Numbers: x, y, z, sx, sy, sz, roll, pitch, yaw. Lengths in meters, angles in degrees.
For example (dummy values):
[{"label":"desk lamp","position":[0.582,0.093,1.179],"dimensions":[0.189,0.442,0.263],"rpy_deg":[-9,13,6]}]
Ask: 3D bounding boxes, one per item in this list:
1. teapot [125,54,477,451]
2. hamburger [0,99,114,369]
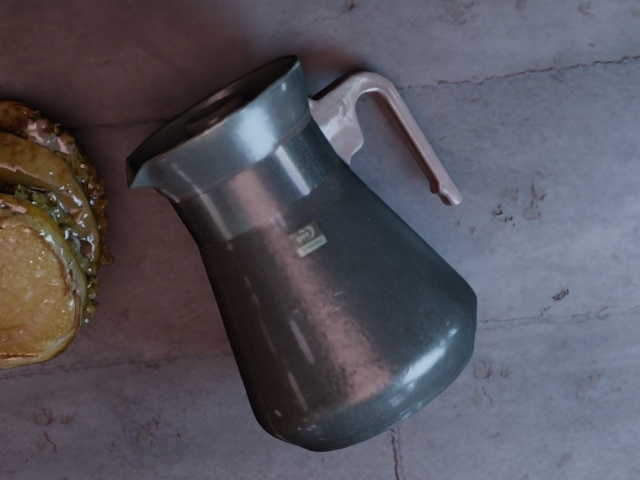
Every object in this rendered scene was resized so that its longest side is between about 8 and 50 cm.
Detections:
[{"label":"teapot","position":[0.000,0.000,1.735],"dimensions":[0.300,0.253,0.344],"rpy_deg":[-37,105,-19]},{"label":"hamburger","position":[-0.324,-0.005,1.745],"dimensions":[0.245,0.211,0.260],"rpy_deg":[24,118,-16]}]
